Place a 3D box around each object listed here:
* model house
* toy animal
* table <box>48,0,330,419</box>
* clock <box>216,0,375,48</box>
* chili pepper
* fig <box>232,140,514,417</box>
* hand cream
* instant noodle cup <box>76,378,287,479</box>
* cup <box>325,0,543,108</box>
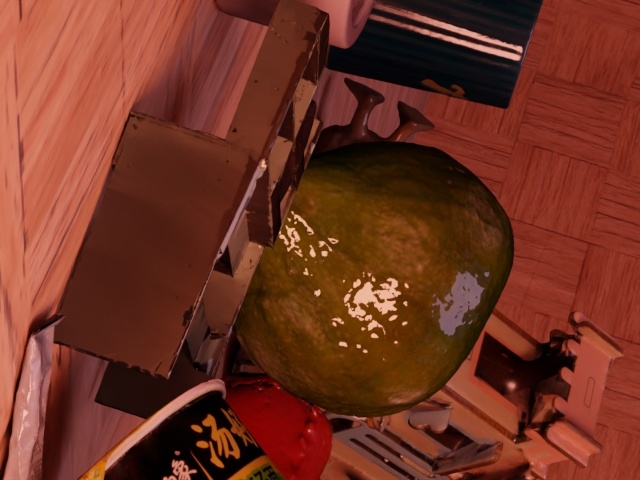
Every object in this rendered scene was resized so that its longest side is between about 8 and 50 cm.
[{"bbox_3d":[0.043,0.117,1.411,0.326,0.244,0.169,-21,-143,48],"label":"model house"},{"bbox_3d":[0.016,-0.041,1.486,0.179,0.089,0.188,-58,-174,19],"label":"toy animal"},{"bbox_3d":[-0.054,-0.012,0.781,0.146,0.062,0.175,92,18,-75],"label":"table"},{"bbox_3d":[0.010,-0.196,0.840,0.197,0.068,0.196,18,90,-86],"label":"clock"},{"bbox_3d":[-0.068,0.197,1.197,0.110,0.110,0.387,103,9,-47],"label":"chili pepper"},{"bbox_3d":[0.000,0.000,1.131,0.203,0.235,0.203,-30,-139,30],"label":"fig"},{"bbox_3d":[-0.116,0.074,0.681,0.030,0.019,0.093,-51,151,-74],"label":"hand cream"},{"bbox_3d":[-0.054,0.149,0.729,0.151,0.122,0.151,-47,170,-10],"label":"instant noodle cup"},{"bbox_3d":[0.098,-0.183,1.418,0.176,0.155,0.131,-46,154,-77],"label":"cup"}]
